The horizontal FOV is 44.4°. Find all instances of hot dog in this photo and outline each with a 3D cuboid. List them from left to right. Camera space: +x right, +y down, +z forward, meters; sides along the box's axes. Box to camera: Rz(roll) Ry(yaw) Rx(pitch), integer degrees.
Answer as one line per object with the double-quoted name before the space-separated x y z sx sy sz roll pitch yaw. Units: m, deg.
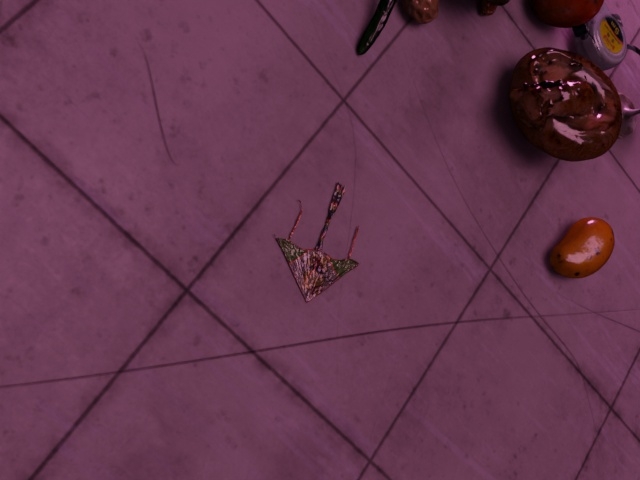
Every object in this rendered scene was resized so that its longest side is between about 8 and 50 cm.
"hot dog" 0.385 -0.560 1.769 0.049 0.037 0.122 31 75 -37

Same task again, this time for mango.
"mango" 0.610 0.023 1.816 0.178 0.090 0.115 -44 98 -23

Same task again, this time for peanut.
"peanut" 0.172 -0.547 1.608 0.228 0.085 0.104 44 78 -22

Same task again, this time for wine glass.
"wine glass" 0.820 -0.326 1.893 0.156 0.232 0.156 3 84 -33

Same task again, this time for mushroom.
"mushroom" 0.527 -0.300 1.733 0.283 0.195 0.263 4 75 -47

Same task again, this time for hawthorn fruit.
"hawthorn fruit" 0.576 -0.576 1.807 0.172 0.173 0.173 3 84 -31

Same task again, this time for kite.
"kite" 0.000 0.000 1.495 0.198 0.006 0.244 22 75 -27

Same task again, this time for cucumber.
"cucumber" 0.123 -0.453 1.570 0.033 0.036 0.184 27 95 2

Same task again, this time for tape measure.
"tape measure" 0.740 -0.443 1.943 0.330 0.084 0.164 42 67 -22

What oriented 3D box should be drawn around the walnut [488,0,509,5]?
"walnut" 0.375 -0.623 1.614 0.282 0.253 0.277 28 32 8
